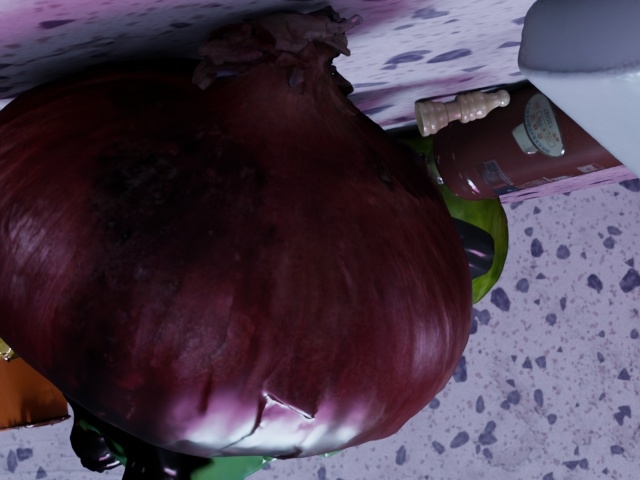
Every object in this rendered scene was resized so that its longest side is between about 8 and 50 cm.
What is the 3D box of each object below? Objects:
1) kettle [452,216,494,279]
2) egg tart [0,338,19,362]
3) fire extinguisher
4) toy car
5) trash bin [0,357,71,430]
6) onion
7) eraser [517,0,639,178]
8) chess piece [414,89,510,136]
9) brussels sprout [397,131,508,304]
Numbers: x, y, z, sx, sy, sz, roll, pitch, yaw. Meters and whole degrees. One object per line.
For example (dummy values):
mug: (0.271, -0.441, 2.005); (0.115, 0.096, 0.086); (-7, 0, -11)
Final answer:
kettle: (-0.011, 0.009, 1.585); (0.203, 0.262, 0.308); (-47, -175, -17)
egg tart: (-0.288, 0.033, 1.390); (0.294, 0.116, 0.295); (-27, -163, 9)
fire extinguisher: (0.194, -0.091, 1.645); (0.344, 0.102, 0.138); (-14, -151, 35)
toy car: (-0.143, 0.116, 1.513); (0.176, 0.213, 0.358); (-23, -163, -21)
trash bin: (-0.339, 0.080, 1.682); (0.161, 0.239, 0.184); (-13, 177, 28)
onion: (-0.057, -0.025, 1.062); (0.347, 0.285, 0.347); (17, -159, -7)
eraser: (0.292, -0.085, 1.139); (0.189, 0.104, 0.290); (-5, 151, 43)
chess piece: (0.140, -0.129, 1.610); (0.092, 0.035, 0.035); (-15, 177, -6)
brussels sprout: (0.098, -0.016, 1.893); (0.210, 0.219, 0.271); (-20, -162, -6)
